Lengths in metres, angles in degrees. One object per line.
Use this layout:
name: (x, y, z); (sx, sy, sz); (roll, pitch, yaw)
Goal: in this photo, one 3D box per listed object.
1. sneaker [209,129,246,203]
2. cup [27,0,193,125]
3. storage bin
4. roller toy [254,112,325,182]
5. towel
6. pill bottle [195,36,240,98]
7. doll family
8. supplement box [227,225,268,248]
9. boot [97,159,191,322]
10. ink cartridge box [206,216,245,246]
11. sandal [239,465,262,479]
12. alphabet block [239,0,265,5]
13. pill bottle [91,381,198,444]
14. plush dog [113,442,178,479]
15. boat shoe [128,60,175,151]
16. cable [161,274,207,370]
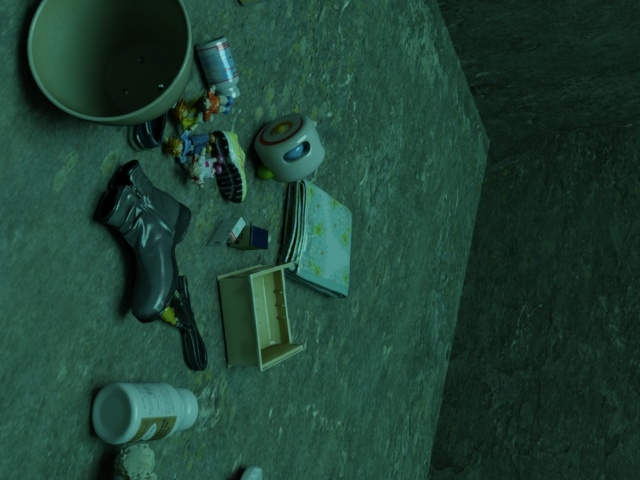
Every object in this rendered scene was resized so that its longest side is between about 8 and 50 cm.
sneaker: (-0.237, -0.208, 2.039); (0.094, 0.081, 0.208); (-30, 112, -60)
cup: (-0.410, -0.380, 1.564); (0.237, 0.331, 0.331); (58, 32, -81)
storage bin: (-0.159, 0.207, 2.088); (0.260, 0.123, 0.262); (-14, 99, -60)
roller toy: (-0.093, -0.282, 2.187); (0.146, 0.191, 0.209); (62, 38, -35)
towel: (0.000, 0.000, 2.428); (0.374, 0.090, 0.320); (32, 61, -56)
pill bottle: (-0.273, -0.464, 1.994); (0.087, 0.087, 0.160); (-49, 129, -51)
doll family: (-0.327, -0.272, 1.883); (0.163, 0.118, 0.263); (-23, 125, -65)
supplement box: (-0.204, -0.006, 2.070); (0.083, 0.083, 0.056); (18, 71, -59)
boot: (-0.425, 0.002, 1.675); (0.223, 0.118, 0.338); (45, 38, -46)
ink cartridge box: (-0.257, -0.016, 1.999); (0.029, 0.063, 0.115); (62, 38, -33)
sandal: (-0.258, 0.731, 1.896); (0.416, 0.102, 0.169); (-40, 137, -70)
alphabet block: (-0.173, -0.825, 2.109); (0.197, 0.192, 0.193); (53, 42, -46)
pill bottle: (-0.387, 0.385, 1.657); (0.229, 0.131, 0.131); (18, 72, -59)
plush dog: (-0.406, 0.604, 1.568); (0.262, 0.210, 0.225); (-44, 154, -44)
boat shoe: (-0.399, -0.338, 1.766); (0.095, 0.079, 0.254); (37, 56, -53)
cable: (-0.350, 0.201, 1.851); (0.139, 0.072, 0.287); (-85, 167, -50)
